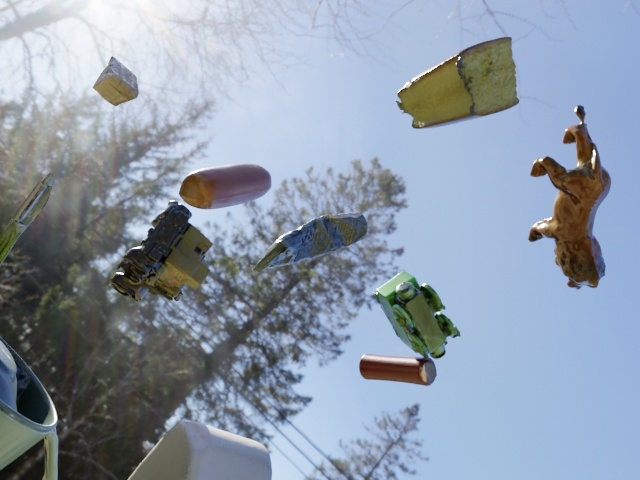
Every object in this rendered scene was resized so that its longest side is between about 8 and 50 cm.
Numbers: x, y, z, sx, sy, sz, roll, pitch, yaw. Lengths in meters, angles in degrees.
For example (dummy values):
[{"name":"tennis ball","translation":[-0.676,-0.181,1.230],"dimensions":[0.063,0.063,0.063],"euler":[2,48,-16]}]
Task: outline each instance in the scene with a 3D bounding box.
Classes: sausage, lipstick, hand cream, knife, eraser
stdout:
[{"name":"sausage","translation":[-0.218,-0.130,1.334],"dimensions":[0.105,0.274,0.105],"euler":[8,-74,29]},{"name":"lipstick","translation":[0.215,0.365,1.596],"dimensions":[0.241,0.080,0.080],"euler":[-11,-62,49]},{"name":"hand cream","translation":[0.001,0.000,0.909],"dimensions":[0.052,0.247,0.075],"euler":[35,-57,24]},{"name":"knife","translation":[-0.372,-0.005,0.672],"dimensions":[0.022,0.184,0.026],"euler":[36,0,2]},{"name":"eraser","translation":[-0.207,0.434,0.710],"dimensions":[0.149,0.331,0.331],"euler":[30,-17,-33]}]

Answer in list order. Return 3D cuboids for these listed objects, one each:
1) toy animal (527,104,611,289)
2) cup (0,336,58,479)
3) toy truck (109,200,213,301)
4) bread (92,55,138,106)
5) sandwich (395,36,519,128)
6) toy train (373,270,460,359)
[{"name":"toy animal","translation":[0.438,-0.051,0.957],"dimensions":[0.158,0.097,0.313],"euler":[-121,-163,-51]},{"name":"cup","translation":[-0.629,0.330,0.868],"dimensions":[0.401,0.392,0.310],"euler":[47,-17,3]},{"name":"toy truck","translation":[-0.267,0.040,0.964],"dimensions":[0.127,0.127,0.257],"euler":[38,-29,-15]},{"name":"bread","translation":[-0.459,-0.382,1.313],"dimensions":[0.152,0.105,0.077],"euler":[5,-28,50]},{"name":"sandwich","translation":[0.252,-0.282,1.055],"dimensions":[0.235,0.128,0.122],"euler":[9,-63,69]},{"name":"toy train","translation":[0.254,0.201,1.508],"dimensions":[0.243,0.132,0.188],"euler":[60,-12,-25]}]
